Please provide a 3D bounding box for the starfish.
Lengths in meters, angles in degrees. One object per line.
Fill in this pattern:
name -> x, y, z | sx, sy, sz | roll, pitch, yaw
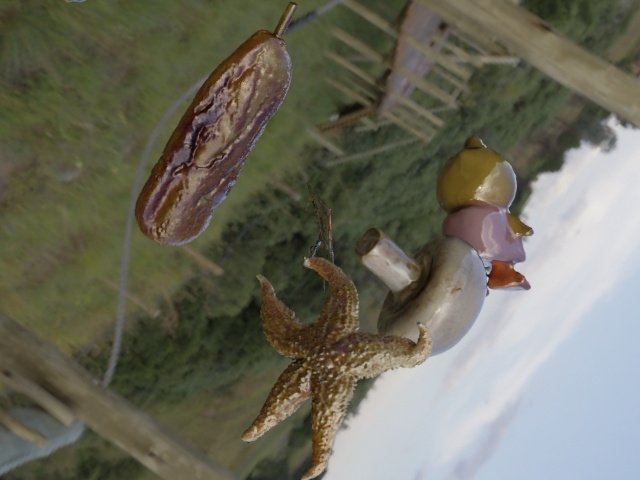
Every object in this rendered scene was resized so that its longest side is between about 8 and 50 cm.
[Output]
starfish -> -0.010, 0.168, 1.247 | 0.302, 0.299, 0.060 | -66, 151, -16

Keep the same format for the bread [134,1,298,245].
bread -> -0.115, -0.131, 1.082 | 0.344, 0.084, 0.124 | -55, 175, 21

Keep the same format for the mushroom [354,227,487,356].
mushroom -> 0.144, 0.068, 1.395 | 0.207, 0.215, 0.207 | -49, -168, 14

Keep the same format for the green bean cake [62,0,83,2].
green bean cake -> -0.250, -0.407, 0.992 | 0.236, 0.233, 0.124 | -20, -151, 27

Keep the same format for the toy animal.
toy animal -> 0.277, -0.048, 1.602 | 0.169, 0.195, 0.281 | 27, 60, -52

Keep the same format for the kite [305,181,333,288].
kite -> 0.000, 0.000, 1.451 | 0.006, 0.198, 0.244 | -10, 163, -11
